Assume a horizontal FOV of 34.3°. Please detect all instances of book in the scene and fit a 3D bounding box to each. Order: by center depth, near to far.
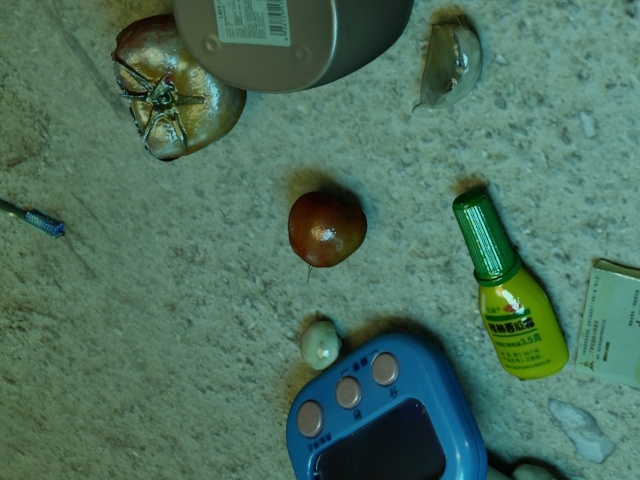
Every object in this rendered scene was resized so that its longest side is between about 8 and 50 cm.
[{"bbox_3d":[0.519,0.147,1.480,0.289,0.026,0.201,14,126,20],"label":"book"}]

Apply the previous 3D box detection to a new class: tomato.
[{"bbox_3d":[-0.189,-0.237,1.530,0.155,0.181,0.214,-12,117,26],"label":"tomato"}]

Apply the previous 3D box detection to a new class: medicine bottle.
[{"bbox_3d":[0.272,0.067,1.532,0.111,0.076,0.309,-13,111,33],"label":"medicine bottle"}]

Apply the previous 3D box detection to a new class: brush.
[{"bbox_3d":[-0.556,-0.051,1.934,0.178,0.033,0.030,25,122,13],"label":"brush"}]

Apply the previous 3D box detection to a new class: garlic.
[{"bbox_3d":[0.180,-0.231,1.409,0.084,0.066,0.152,37,132,40],"label":"garlic"}]

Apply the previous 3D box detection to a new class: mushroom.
[{"bbox_3d":[0.003,0.177,1.751,0.083,0.067,0.084,7,98,63],"label":"mushroom"}]

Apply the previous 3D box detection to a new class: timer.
[{"bbox_3d":[0.102,0.332,1.672,0.340,0.115,0.309,-38,59,30],"label":"timer"}]

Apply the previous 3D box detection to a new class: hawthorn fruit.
[{"bbox_3d":[0.001,-0.016,1.592,0.140,0.125,0.125,-37,98,18],"label":"hawthorn fruit"}]

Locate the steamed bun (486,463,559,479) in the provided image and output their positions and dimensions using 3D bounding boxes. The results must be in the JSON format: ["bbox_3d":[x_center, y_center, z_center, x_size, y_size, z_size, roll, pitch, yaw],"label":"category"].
[{"bbox_3d":[0.286,0.544,1.710,0.342,0.255,0.368,-23,105,39],"label":"steamed bun"}]

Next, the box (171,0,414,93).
[{"bbox_3d":[-0.040,-0.333,1.363,0.301,0.216,0.301,13,124,19],"label":"box"}]
